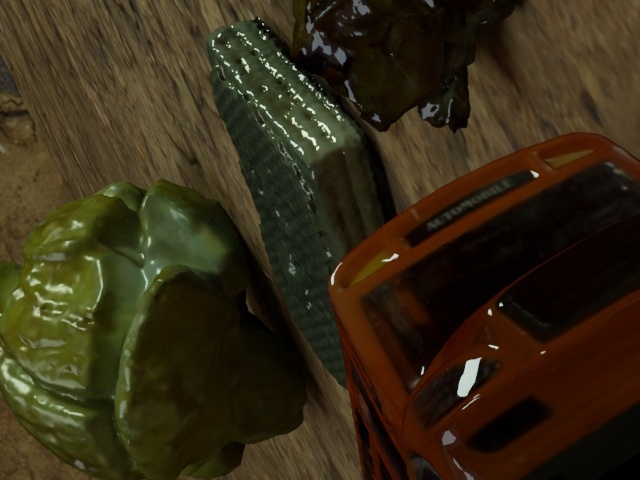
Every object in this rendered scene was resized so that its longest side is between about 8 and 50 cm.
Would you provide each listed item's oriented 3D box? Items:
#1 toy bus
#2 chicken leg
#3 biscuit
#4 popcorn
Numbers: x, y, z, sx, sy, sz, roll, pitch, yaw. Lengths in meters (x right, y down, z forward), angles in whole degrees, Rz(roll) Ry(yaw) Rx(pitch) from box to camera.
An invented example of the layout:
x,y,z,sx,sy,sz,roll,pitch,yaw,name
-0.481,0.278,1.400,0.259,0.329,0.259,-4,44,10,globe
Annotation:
x,y,z,sx,sy,sz,roll,pitch,yaw,name
0.086,0.076,0.652,0.153,0.143,0.329,57,170,26,toy bus
0.040,-0.089,0.689,0.093,0.070,0.178,56,159,0,chicken leg
0.000,0.000,1.103,0.150,0.052,0.252,51,165,43,biscuit
-0.142,0.081,1.561,0.225,0.276,0.276,1,126,35,popcorn
